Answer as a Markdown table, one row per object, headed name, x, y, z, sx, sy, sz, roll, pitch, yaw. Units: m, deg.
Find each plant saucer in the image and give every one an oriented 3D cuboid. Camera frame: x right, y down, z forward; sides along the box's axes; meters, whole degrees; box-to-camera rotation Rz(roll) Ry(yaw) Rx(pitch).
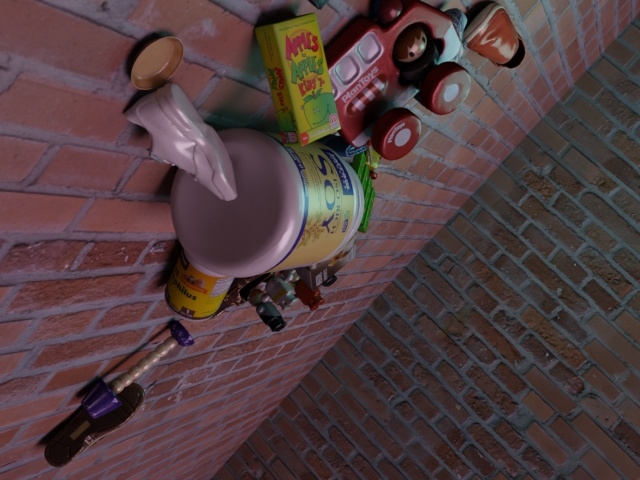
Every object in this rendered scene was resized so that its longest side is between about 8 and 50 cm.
| name | x | y | z | sx | sy | sz | roll | pitch | yaw |
| --- | --- | --- | --- | --- | --- | --- | --- | --- | --- |
| plant saucer | -0.213 | -0.232 | 0.929 | 0.083 | 0.015 | 0.083 | -41 | 164 | -14 |

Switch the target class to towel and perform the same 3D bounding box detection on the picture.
| name | x | y | z | sx | sy | sz | roll | pitch | yaw |
| --- | --- | --- | --- | --- | --- | --- | --- | --- | --- |
| towel | 0.029 | -0.194 | 1.450 | 0.067 | 0.119 | 0.029 | -29 | 122 | -39 |

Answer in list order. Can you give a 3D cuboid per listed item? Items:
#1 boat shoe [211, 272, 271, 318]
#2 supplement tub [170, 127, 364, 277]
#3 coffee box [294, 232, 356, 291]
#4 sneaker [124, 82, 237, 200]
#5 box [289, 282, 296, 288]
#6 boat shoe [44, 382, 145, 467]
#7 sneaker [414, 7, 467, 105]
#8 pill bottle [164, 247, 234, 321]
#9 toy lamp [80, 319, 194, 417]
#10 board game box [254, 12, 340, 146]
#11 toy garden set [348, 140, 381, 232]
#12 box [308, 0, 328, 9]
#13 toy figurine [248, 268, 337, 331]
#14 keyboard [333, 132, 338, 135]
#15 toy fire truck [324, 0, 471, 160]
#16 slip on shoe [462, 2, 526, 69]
| name | x | y | z | sx | sy | sz | roll | pitch | yaw |
| --- | --- | --- | --- | --- | --- | --- | --- | --- | --- |
| boat shoe | -0.201 | 0.119 | 1.729 | 0.207 | 0.073 | 0.073 | -47 | 165 | 14 |
| supplement tub | -0.077 | -0.066 | 1.269 | 0.241 | 0.241 | 0.331 | -50 | 163 | 19 |
| coffee box | 0.000 | 0.000 | 1.608 | 0.141 | 0.098 | 0.246 | -38 | 161 | -14 |
| sneaker | -0.197 | -0.129 | 1.037 | 0.094 | 0.080 | 0.212 | -22 | 134 | 11 |
| box | -0.017 | 0.055 | 2.070 | 0.105 | 0.043 | 0.179 | -26 | 154 | -48 |
| boat shoe | -0.524 | 0.421 | 1.684 | 0.257 | 0.095 | 0.095 | -34 | 176 | -14 |
| sneaker | 0.264 | -0.383 | 1.557 | 0.122 | 0.110 | 0.283 | -44 | 164 | -15 |
| pill bottle | -0.227 | 0.057 | 1.426 | 0.117 | 0.117 | 0.215 | -27 | 156 | -46 |
| toy lamp | -0.414 | 0.294 | 1.632 | 0.275 | 0.080 | 0.080 | -37 | 162 | -21 |
| board game box | -0.032 | -0.243 | 1.094 | 0.092 | 0.043 | 0.181 | -30 | 115 | -40 |
| toy garden set | 0.092 | -0.155 | 1.696 | 0.244 | 0.049 | 0.203 | 63 | 39 | -68 |
| box | 0.008 | -0.420 | 0.938 | 0.175 | 0.051 | 0.220 | -47 | 163 | 8 |
| toy figurine | -0.083 | 0.116 | 1.896 | 0.210 | 0.148 | 0.213 | -29 | 161 | -28 |
| keyboard | -0.029 | -0.138 | 1.621 | 0.072 | 0.014 | 0.256 | -36 | 163 | -44 |
| toy fire truck | 0.122 | -0.314 | 1.323 | 0.302 | 0.169 | 0.254 | -44 | 143 | 3 |
| slip on shoe | 0.422 | -0.478 | 1.717 | 0.123 | 0.101 | 0.331 | -48 | 162 | 19 |
